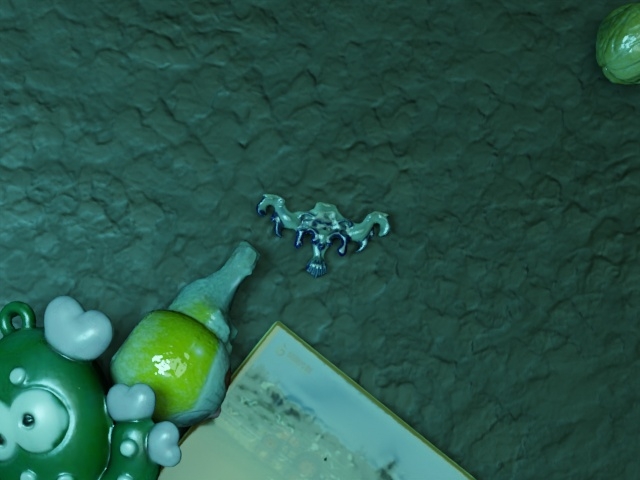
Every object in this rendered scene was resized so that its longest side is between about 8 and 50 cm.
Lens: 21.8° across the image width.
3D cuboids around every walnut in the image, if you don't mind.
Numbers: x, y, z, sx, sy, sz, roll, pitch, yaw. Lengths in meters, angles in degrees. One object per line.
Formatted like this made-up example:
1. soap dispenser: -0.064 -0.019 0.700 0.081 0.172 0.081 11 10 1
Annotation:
1. walnut: 0.323 -0.203 1.709 0.092 0.092 0.092 1 82 -9

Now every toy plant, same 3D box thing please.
1. toy plant: -0.250 0.172 1.522 0.232 0.112 0.243 -39 79 21

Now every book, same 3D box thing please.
1. book: -0.055 0.299 1.594 0.262 0.028 0.374 39 75 1

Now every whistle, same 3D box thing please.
1. whistle: -0.116 0.096 1.590 0.123 0.123 0.223 36 63 -2

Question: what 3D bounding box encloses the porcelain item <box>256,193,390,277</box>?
1. porcelain item: 0.000 0.000 1.661 0.136 0.021 0.075 9 85 -7
